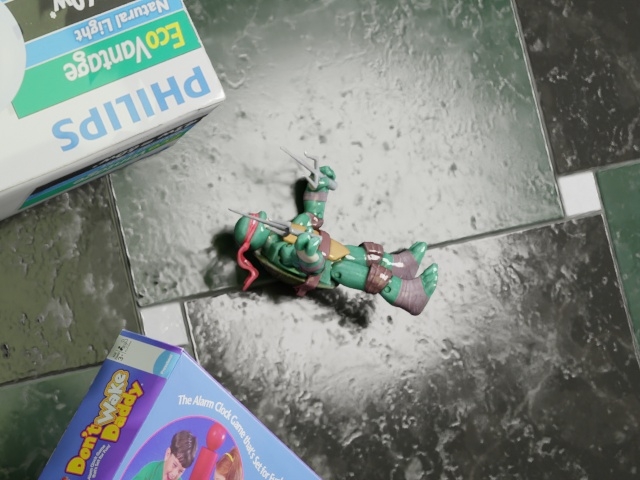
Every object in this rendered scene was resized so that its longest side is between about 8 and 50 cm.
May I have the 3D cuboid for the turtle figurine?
[{"bbox_3d":[0.000,0.000,2.041,0.234,0.118,0.175,22,34,-17],"label":"turtle figurine"}]

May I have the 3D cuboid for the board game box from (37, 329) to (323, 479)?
[{"bbox_3d":[-0.125,0.270,1.864,0.233,0.078,0.347,-61,141,-17],"label":"board game box"}]

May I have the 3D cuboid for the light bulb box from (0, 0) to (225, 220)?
[{"bbox_3d":[-0.339,-0.206,1.891,0.358,0.225,0.361,-25,89,-21],"label":"light bulb box"}]
